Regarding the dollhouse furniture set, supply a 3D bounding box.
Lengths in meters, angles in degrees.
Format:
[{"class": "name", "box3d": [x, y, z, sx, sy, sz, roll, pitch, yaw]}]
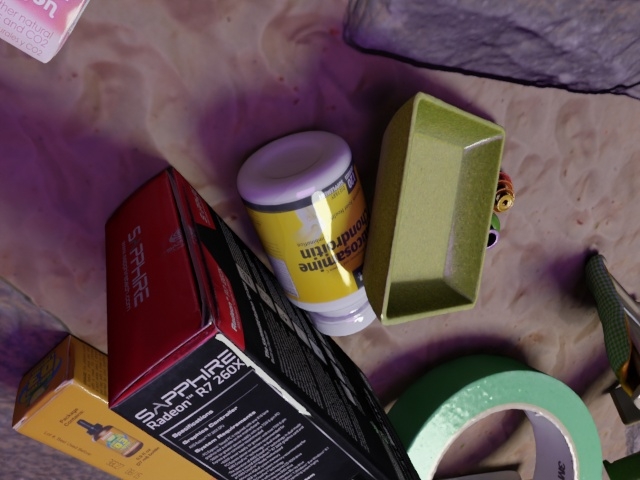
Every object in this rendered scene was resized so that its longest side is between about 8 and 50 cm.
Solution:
[{"class": "dollhouse furniture set", "box3d": [0.396, 0.191, 0.774, 0.151, 0.197, 0.301, -35, 124, 27]}]

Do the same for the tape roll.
[{"class": "tape roll", "box3d": [0.214, 0.313, 0.759, 0.321, 0.077, 0.321, -2, 96, -20]}]

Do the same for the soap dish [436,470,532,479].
[{"class": "soap dish", "box3d": [0.199, 0.481, 0.908, 0.291, 0.118, 0.229, 1, 120, -20]}]

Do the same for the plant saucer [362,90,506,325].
[{"class": "plant saucer", "box3d": [0.102, -0.026, 0.543, 0.188, 0.045, 0.188, 1, 99, -52]}]

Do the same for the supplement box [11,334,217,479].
[{"class": "supplement box", "box3d": [-0.193, 0.195, 0.612, 0.078, 0.080, 0.233, -40, 127, 6]}]

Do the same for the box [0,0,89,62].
[{"class": "box", "box3d": [-0.234, -0.243, 0.278, 0.300, 0.154, 0.142, 31, 106, -31]}]

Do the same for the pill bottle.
[{"class": "pill bottle", "box3d": [0.000, 0.000, 0.544, 0.103, 0.103, 0.184, -24, 126, -5]}]

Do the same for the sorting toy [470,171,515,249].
[{"class": "sorting toy", "box3d": [0.181, -0.023, 0.634, 0.061, 0.042, 0.102, -8, 123, -16]}]

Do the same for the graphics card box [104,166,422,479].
[{"class": "graphics card box", "box3d": [-0.035, 0.130, 0.533, 0.094, 0.233, 0.371, -37, 126, 4]}]
